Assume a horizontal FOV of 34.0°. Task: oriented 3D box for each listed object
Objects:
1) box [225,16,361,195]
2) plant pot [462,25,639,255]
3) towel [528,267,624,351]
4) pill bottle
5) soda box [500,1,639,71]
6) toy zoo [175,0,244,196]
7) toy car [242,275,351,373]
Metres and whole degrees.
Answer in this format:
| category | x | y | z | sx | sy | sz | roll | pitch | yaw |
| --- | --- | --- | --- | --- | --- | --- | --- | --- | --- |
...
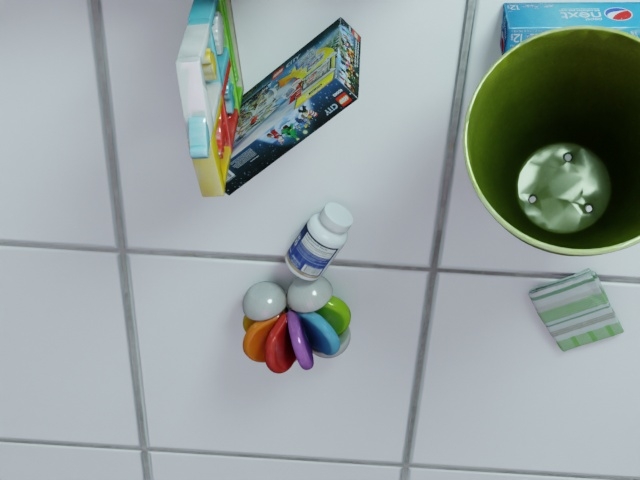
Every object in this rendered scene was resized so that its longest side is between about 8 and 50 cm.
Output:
| category | x | y | z | sx | sy | sz | roll | pitch | yaw |
| --- | --- | --- | --- | --- | --- | --- | --- | --- | --- |
| box | -0.047 | -0.178 | 1.394 | 0.233 | 0.159 | 0.044 | -34 | 119 | 28 |
| plant pot | 0.324 | -0.093 | 1.354 | 0.274 | 0.275 | 0.293 | -5 | 169 | 8 |
| towel | 0.416 | 0.114 | 1.705 | 0.113 | 0.023 | 0.152 | -20 | 128 | 22 |
| pill bottle | 0.000 | 0.000 | 1.601 | 0.067 | 0.067 | 0.120 | 23 | 127 | -15 |
| soda box | 0.342 | -0.263 | 1.356 | 0.210 | 0.071 | 0.067 | 0 | 130 | 4 |
| toy zoo | -0.136 | -0.190 | 1.303 | 0.030 | 0.293 | 0.192 | -2 | 130 | 5 |
| toy car | -0.040 | 0.149 | 1.684 | 0.182 | 0.136 | 0.159 | -11 | 128 | 12 |
